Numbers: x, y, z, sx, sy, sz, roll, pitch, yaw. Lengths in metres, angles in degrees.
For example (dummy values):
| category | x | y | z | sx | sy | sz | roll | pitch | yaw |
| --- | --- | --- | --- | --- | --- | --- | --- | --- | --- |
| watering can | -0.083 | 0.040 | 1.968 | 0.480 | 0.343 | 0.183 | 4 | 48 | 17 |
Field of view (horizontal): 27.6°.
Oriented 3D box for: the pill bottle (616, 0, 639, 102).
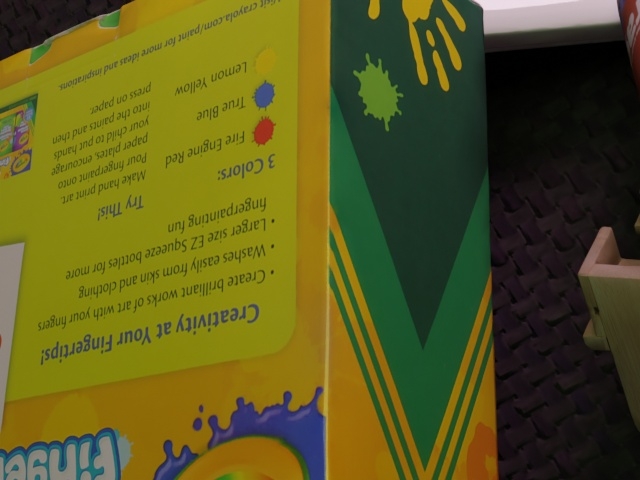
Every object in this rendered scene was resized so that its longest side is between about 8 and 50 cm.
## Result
| category | x | y | z | sx | sy | sz | roll | pitch | yaw |
| --- | --- | --- | --- | --- | --- | --- | --- | --- | --- |
| pill bottle | 0.245 | -0.108 | 0.768 | 0.121 | 0.121 | 0.216 | -15 | 34 | 15 |

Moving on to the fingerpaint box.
| category | x | y | z | sx | sy | sz | roll | pitch | yaw |
| --- | --- | --- | --- | --- | --- | --- | --- | --- | --- |
| fingerpaint box | -0.110 | 0.053 | 0.838 | 0.445 | 0.163 | 0.371 | -15 | 67 | 39 |

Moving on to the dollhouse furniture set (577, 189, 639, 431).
| category | x | y | z | sx | sy | sz | roll | pitch | yaw |
| --- | --- | --- | --- | --- | --- | --- | --- | --- | --- |
| dollhouse furniture set | 0.374 | -0.023 | 0.837 | 0.303 | 0.173 | 0.355 | 3 | 42 | 34 |

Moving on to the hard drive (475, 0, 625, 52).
| category | x | y | z | sx | sy | sz | roll | pitch | yaw |
| --- | --- | --- | --- | --- | --- | --- | --- | --- | --- |
| hard drive | 0.194 | -0.236 | 0.924 | 0.308 | 0.040 | 0.203 | -5 | 70 | -1 |
